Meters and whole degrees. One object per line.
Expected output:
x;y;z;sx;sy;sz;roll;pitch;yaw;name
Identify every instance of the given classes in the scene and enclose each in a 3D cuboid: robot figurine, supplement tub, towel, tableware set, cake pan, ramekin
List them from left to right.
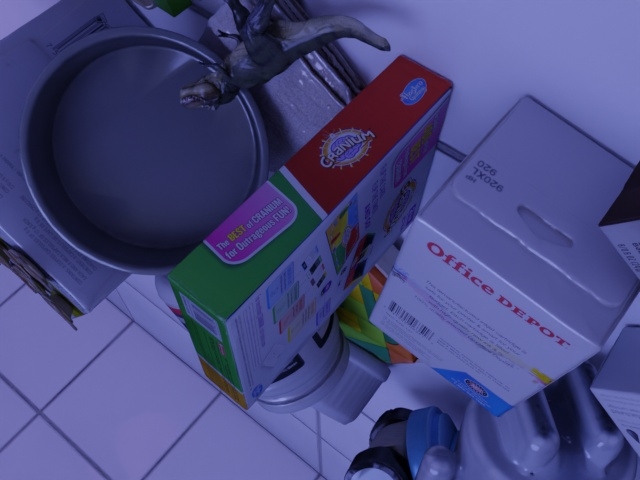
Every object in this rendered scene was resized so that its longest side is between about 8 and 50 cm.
-0.390;0.050;0.891;0.168;0.020;0.141;21;149;37;tableware set
-0.206;-0.104;0.806;0.293;0.293;0.054;49;-169;-13;cake pan
-0.090;0.099;0.962;0.191;0.191;0.272;12;142;49;supplement tub
-0.066;-0.184;0.806;0.187;0.049;0.282;48;156;-9;towel
-0.018;0.227;1.219;0.272;0.127;0.273;28;168;7;ramekin
0.269;0.299;0.855;0.299;0.200;0.354;1;133;0;robot figurine

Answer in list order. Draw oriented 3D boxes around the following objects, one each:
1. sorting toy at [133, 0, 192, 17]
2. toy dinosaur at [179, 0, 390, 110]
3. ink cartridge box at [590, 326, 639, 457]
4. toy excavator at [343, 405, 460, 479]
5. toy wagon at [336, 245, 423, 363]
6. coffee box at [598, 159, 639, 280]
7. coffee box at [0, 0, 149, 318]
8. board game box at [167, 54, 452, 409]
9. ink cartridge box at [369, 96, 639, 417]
-0.286;-0.389;0.808;0.347;0.047;0.196;35;155;18;sorting toy
-0.061;-0.204;0.657;0.268;0.064;0.118;-7;129;43;toy dinosaur
0.399;0.194;0.662;0.218;0.092;0.158;49;155;-17;ink cartridge box
0.312;0.461;1.073;0.444;0.222;0.433;-18;91;21;toy excavator
0.080;0.104;1.028;0.267;0.068;0.345;27;151;33;toy wagon
0.356;0.047;0.450;0.297;0.119;0.168;49;156;-13;coffee box
-0.365;-0.113;1.023;0.338;0.338;0.334;49;156;-12;coffee box
0.000;0.000;0.678;0.064;0.316;0.242;35;154;18;board game box
0.176;0.026;0.630;0.171;0.168;0.233;37;155;11;ink cartridge box
